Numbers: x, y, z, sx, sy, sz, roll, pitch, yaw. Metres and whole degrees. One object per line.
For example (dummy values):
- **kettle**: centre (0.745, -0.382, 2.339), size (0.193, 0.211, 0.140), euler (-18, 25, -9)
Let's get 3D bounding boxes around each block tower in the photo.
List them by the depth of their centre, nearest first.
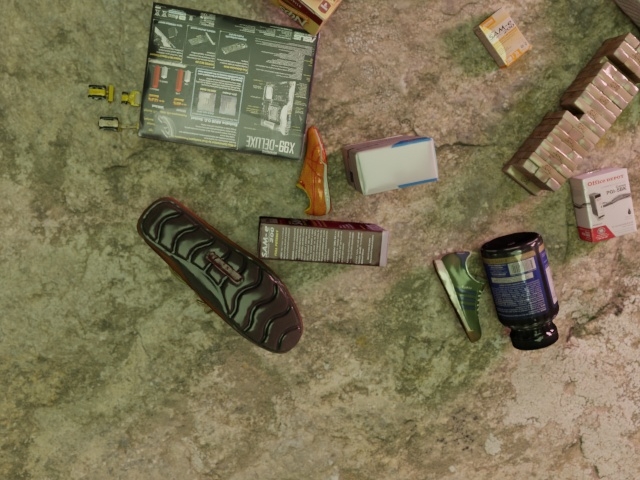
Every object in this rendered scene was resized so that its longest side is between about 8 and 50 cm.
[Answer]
- **block tower**: centre (0.510, -0.242, 1.290), size (0.091, 0.097, 0.335), euler (38, 94, -9)

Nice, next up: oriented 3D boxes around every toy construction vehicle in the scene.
- **toy construction vehicle**: centre (-0.386, -0.248, 1.235), size (0.098, 0.035, 0.086), euler (0, 87, -8)

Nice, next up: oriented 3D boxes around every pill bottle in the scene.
- **pill bottle**: centre (0.406, 0.102, 1.314), size (0.123, 0.123, 0.219), euler (-17, 99, -3)

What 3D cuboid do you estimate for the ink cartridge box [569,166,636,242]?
- **ink cartridge box**: centre (0.578, -0.074, 1.339), size (0.099, 0.056, 0.135), euler (-15, 100, -2)

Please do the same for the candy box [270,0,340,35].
- **candy box**: centre (0.014, -0.549, 1.165), size (0.183, 0.087, 0.316), euler (36, 79, -10)

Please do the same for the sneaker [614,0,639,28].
- **sneaker**: centre (0.702, -0.427, 1.265), size (0.127, 0.126, 0.321), euler (-40, 98, 7)

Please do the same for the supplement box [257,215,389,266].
- **supplement box**: centre (0.000, 0.000, 1.256), size (0.239, 0.130, 0.073), euler (3, 97, -7)

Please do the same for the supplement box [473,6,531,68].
- **supplement box**: centre (0.355, -0.396, 1.281), size (0.062, 0.036, 0.098), euler (-39, 99, 0)

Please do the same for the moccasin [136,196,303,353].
- **moccasin**: centre (-0.191, 0.075, 1.254), size (0.380, 0.147, 0.139), euler (36, 79, -6)

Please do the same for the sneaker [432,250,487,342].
- **sneaker**: centre (0.305, 0.109, 1.333), size (0.086, 0.064, 0.192), euler (-26, 97, 4)

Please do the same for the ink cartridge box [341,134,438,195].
- **ink cartridge box**: centre (0.124, -0.145, 1.216), size (0.139, 0.191, 0.082), euler (-12, 100, -3)

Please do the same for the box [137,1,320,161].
- **box**: centre (-0.168, -0.287, 1.217), size (0.307, 0.076, 0.242), euler (7, 96, -8)

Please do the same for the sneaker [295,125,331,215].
- **sneaker**: centre (-0.017, -0.133, 1.270), size (0.067, 0.064, 0.175), euler (-4, 97, 2)
